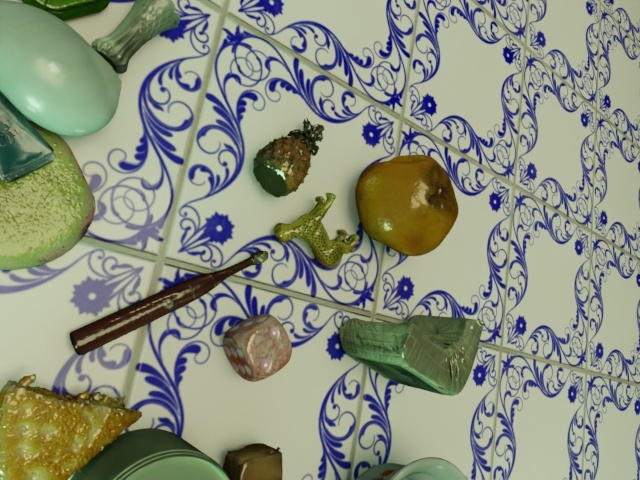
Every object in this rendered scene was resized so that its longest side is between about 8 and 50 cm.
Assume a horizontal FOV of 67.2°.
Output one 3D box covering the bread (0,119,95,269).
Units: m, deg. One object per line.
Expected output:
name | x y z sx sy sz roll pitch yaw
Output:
bread | -0.444 -0.070 0.690 0.228 0.033 0.229 6 80 -35

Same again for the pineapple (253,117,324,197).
pineapple | -0.050 -0.173 0.957 0.108 0.108 0.198 53 48 -19

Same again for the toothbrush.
toothbrush | -0.237 0.093 0.820 0.364 0.041 0.041 -25 100 -35

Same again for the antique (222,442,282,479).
antique | -0.123 0.512 0.819 0.087 0.093 0.310 5 82 -36

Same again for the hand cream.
hand cream | -0.470 -0.185 0.656 0.224 0.048 0.083 52 51 -9

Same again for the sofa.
sofa | 0.192 0.202 1.019 0.225 0.210 0.176 36 67 -27

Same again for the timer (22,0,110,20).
timer | -0.407 -0.415 0.749 0.140 0.047 0.128 -36 105 -34

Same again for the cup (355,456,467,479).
cup | 0.152 0.601 0.969 0.347 0.163 0.347 5 81 -35

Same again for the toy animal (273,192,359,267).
toy animal | 0.000 0.000 0.996 0.136 0.073 0.181 -49 125 -21

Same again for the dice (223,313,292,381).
dice | -0.114 0.190 0.865 0.091 0.093 0.094 -31 101 -35

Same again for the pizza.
pizza | -0.363 0.272 0.696 0.198 0.062 0.188 -1 97 -42

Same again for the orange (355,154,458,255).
orange | 0.204 -0.078 1.074 0.249 0.183 0.249 6 79 -35

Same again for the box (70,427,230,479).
box | -0.249 0.410 0.705 0.226 0.149 0.226 4 83 -36

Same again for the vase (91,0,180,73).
vase | -0.309 -0.344 0.797 0.081 0.081 0.149 43 65 -25

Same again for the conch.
conch | -0.393 -0.258 0.697 0.221 0.121 0.185 43 20 -32
